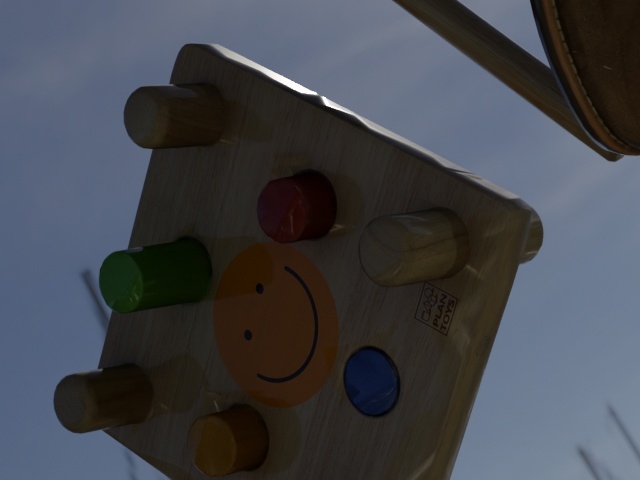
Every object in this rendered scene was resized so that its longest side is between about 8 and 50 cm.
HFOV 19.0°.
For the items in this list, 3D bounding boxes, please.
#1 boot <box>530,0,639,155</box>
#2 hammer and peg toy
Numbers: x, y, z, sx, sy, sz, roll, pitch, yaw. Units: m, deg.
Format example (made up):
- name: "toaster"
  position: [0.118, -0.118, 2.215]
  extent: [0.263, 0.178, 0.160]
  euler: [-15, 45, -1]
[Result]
- name: "boot"
  position: [0.169, -0.167, 0.872]
  extent: [0.112, 0.115, 0.305]
  euler: [-28, -53, -36]
- name: "hammer and peg toy"
  position: [0.000, 0.000, 1.057]
  extent: [0.127, 0.266, 0.361]
  euler: [-7, -60, -50]
